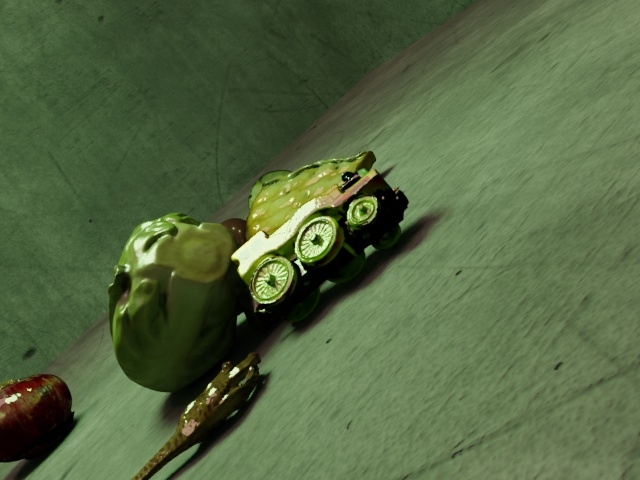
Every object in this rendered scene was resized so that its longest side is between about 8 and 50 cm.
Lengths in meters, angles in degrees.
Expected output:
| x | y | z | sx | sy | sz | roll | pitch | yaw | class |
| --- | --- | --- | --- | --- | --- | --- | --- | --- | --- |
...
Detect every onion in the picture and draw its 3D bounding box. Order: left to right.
| x | y | z | sx | sy | sz | roll | pitch | yaw | class |
| --- | --- | --- | --- | --- | --- | --- | --- | --- | --- |
| -0.682 | 0.408 | 1.939 | 0.246 | 0.190 | 0.246 | -21 | 2 | 1 | onion |

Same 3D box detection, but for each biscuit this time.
| x | y | z | sx | sy | sz | roll | pitch | yaw | class |
| --- | --- | --- | --- | --- | --- | --- | --- | --- | --- |
| -0.038 | -0.094 | 1.900 | 0.329 | 0.078 | 0.335 | -42 | 28 | -12 | biscuit |

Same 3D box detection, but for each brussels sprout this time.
| x | y | z | sx | sy | sz | roll | pitch | yaw | class |
| --- | --- | --- | --- | --- | --- | --- | --- | --- | --- |
| -0.246 | 0.104 | 1.487 | 0.328 | 0.247 | 0.328 | -173 | 90 | -77 | brussels sprout |

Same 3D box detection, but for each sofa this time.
| x | y | z | sx | sy | sz | roll | pitch | yaw | class |
| --- | --- | --- | --- | --- | --- | --- | --- | --- | --- |
| -0.063 | 0.090 | 1.453 | 0.060 | 0.085 | 0.147 | 30 | 62 | 32 | sofa |

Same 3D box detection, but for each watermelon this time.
| x | y | z | sx | sy | sz | roll | pitch | yaw | class |
| --- | --- | --- | --- | --- | --- | --- | --- | --- | --- |
| -0.117 | -0.096 | 2.259 | 0.145 | 0.193 | 0.137 | -31 | 58 | 48 | watermelon |

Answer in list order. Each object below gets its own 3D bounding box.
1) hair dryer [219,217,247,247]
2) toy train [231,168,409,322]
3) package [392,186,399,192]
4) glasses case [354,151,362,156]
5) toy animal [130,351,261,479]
| x | y | z | sx | sy | sz | roll | pitch | yaw | class |
| --- | --- | --- | --- | --- | --- | --- | --- | --- | --- |
| -0.110 | -0.011 | 1.986 | 0.340 | 0.123 | 0.312 | -28 | 23 | 6 | hair dryer |
| 0.000 | 0.000 | 1.333 | 0.296 | 0.100 | 0.160 | -39 | 45 | 8 | toy train |
| 0.070 | -0.028 | 1.551 | 0.200 | 0.022 | 0.083 | -49 | 13 | -34 | package |
| 0.081 | -0.200 | 2.213 | 0.083 | 0.023 | 0.033 | -38 | 6 | 4 | glasses case |
| -0.177 | 0.257 | 1.174 | 0.275 | 0.054 | 0.149 | -49 | 11 | -34 | toy animal |
